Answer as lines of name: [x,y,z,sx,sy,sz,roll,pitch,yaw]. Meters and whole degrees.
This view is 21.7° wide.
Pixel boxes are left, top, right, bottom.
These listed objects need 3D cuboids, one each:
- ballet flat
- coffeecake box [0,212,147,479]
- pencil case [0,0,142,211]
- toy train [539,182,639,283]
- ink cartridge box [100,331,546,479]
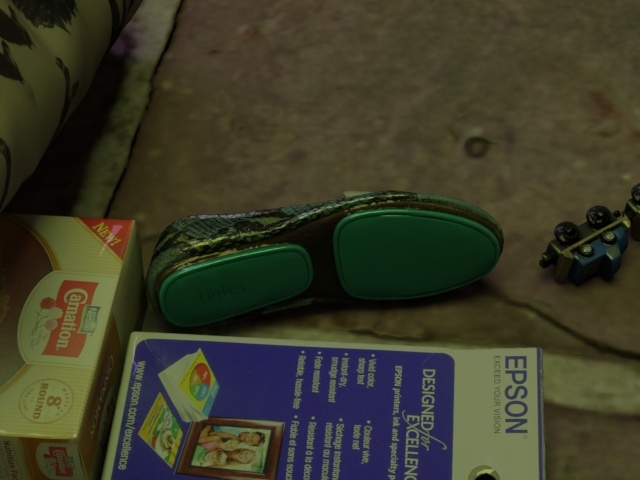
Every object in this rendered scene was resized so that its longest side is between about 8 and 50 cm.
ballet flat: [0.000,0.000,0.883,0.188,0.070,0.070,-6,48,-8]
coffeecake box: [-0.192,0.056,0.833,0.185,0.068,0.142,3,46,5]
pencil case: [-0.207,-0.106,0.832,0.160,0.183,0.410,-30,19,21]
toy train: [0.187,-0.016,0.911,0.158,0.027,0.036,-26,62,-20]
ink cartridge box: [0.000,0.136,0.767,0.208,0.045,0.206,1,47,5]
